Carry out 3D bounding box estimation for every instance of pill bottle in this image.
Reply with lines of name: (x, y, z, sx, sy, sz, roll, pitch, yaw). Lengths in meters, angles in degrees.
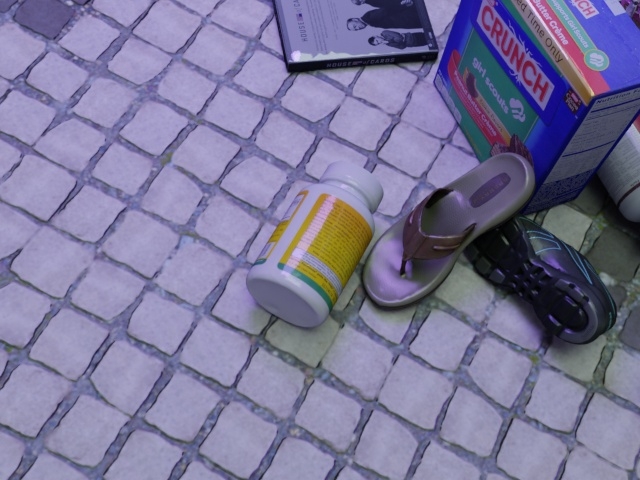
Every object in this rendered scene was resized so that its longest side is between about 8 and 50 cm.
pill bottle: (0.000, 0.000, 1.225, 0.118, 0.117, 0.208, 27, 63, 6)
pill bottle: (0.465, -0.104, 1.335, 0.121, 0.121, 0.221, -19, 68, -16)

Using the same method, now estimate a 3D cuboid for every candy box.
candy box: (0.290, -0.221, 1.261, 0.122, 0.317, 0.268, -20, 67, -16)

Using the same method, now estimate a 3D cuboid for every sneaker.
sneaker: (0.296, 0.034, 1.276, 0.106, 0.101, 0.267, -9, 52, -46)

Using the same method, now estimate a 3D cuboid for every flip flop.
flip flop: (0.163, -0.021, 1.233, 0.277, 0.080, 0.112, -39, 63, 8)

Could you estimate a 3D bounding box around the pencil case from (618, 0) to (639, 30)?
pencil case: (0.587, -0.249, 1.406, 0.167, 0.160, 0.386, -21, 66, 10)

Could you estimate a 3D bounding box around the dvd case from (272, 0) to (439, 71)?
dvd case: (0.050, -0.351, 1.457, 0.239, 0.029, 0.179, -7, 65, -10)
